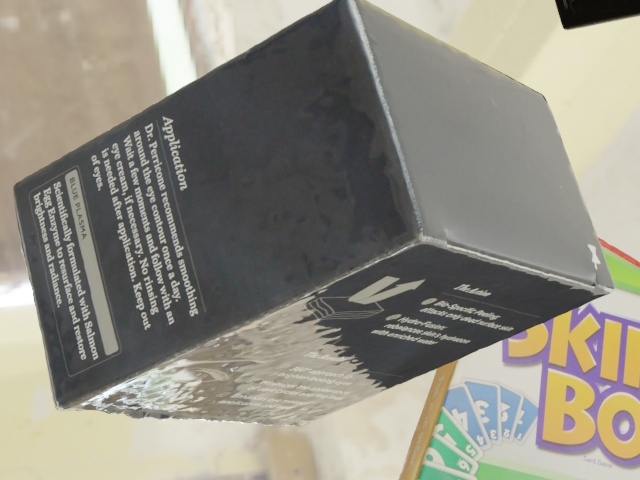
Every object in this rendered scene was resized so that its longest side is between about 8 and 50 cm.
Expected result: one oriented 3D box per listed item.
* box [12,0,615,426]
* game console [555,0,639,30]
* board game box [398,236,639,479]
[{"bbox_3d":[0.000,0.000,0.553,0.158,0.156,0.093,-26,-111,27],"label":"box"},{"bbox_3d":[0.335,-0.173,1.377,0.213,0.044,0.361,-5,-71,43],"label":"game console"},{"bbox_3d":[0.110,0.093,0.698,0.039,0.124,0.259,-49,-166,52],"label":"board game box"}]
